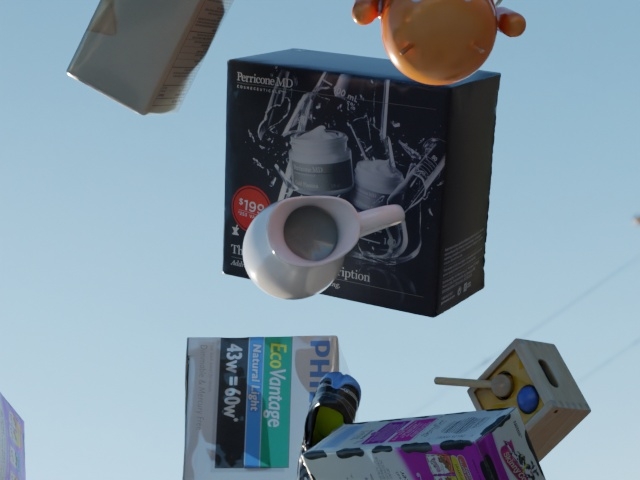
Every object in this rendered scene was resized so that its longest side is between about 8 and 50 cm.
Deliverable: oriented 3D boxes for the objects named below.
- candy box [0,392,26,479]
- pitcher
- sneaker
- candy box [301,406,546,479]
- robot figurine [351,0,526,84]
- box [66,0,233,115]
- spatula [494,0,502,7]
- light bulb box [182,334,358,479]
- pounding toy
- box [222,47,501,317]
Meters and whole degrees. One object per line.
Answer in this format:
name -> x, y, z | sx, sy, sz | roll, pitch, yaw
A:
candy box -> -0.442, 0.264, 1.709 | 0.070, 0.164, 0.196 | -14, -37, 4
pitcher -> 0.000, 0.000, 1.641 | 0.178, 0.125, 0.207 | -9, -9, -15
sneaker -> 0.002, 0.236, 1.474 | 0.078, 0.067, 0.188 | -49, -30, -62
candy box -> 0.107, 0.248, 1.259 | 0.233, 0.159, 0.071 | -13, 12, 46
robot figurine -> 0.129, -0.250, 1.465 | 0.158, 0.219, 0.128 | 39, -64, -20
box -> -0.184, -0.320, 1.699 | 0.311, 0.121, 0.148 | -61, -7, 11
spatula -> 0.267, -0.354, 2.134 | 0.242, 0.019, 0.168 | -56, 2, 24
light bulb box -> -0.067, 0.353, 1.995 | 0.225, 0.357, 0.361 | -1, -20, 7
pounding toy -> 0.239, 0.195, 1.697 | 0.100, 0.141, 0.130 | 11, -49, -36
box -> 0.051, -0.090, 1.861 | 0.179, 0.343, 0.312 | -22, -62, -58
